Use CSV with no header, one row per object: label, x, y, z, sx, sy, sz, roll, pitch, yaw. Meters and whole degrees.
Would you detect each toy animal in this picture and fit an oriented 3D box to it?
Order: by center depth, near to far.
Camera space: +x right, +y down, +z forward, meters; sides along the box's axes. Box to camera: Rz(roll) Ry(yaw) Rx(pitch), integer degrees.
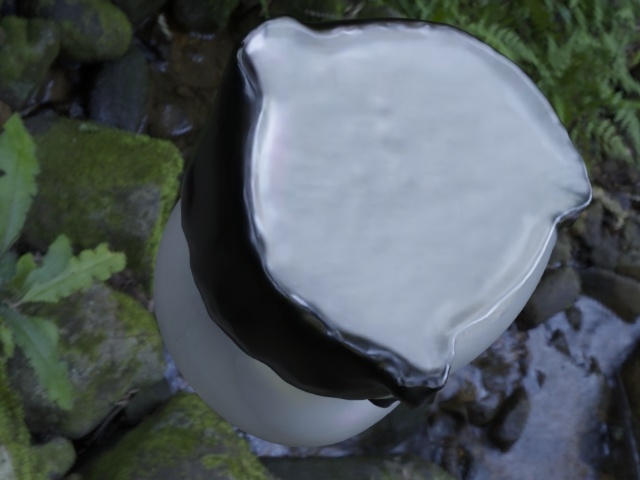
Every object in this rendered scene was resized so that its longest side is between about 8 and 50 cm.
toy animal,0.007,0.004,0.528,0.165,0.235,0.187,44,65,4
